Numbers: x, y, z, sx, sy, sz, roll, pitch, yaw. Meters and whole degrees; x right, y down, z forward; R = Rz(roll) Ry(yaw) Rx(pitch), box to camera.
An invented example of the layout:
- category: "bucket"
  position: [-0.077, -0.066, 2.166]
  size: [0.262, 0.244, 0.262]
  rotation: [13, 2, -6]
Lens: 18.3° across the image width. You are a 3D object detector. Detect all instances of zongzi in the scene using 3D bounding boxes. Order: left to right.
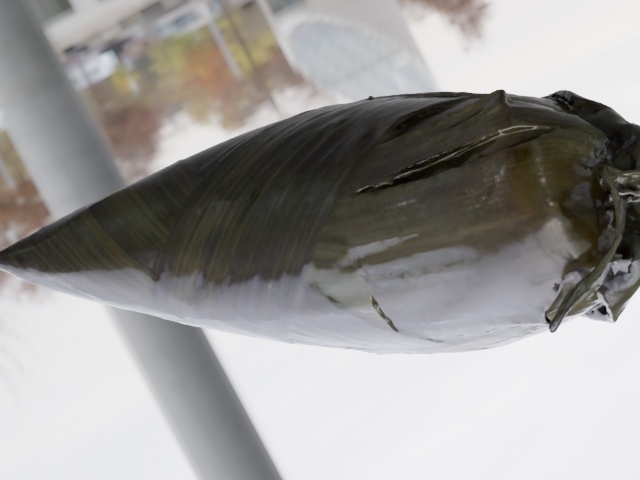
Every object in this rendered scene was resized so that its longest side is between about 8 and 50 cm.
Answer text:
- category: "zongzi"
  position: [0.000, 0.000, 0.786]
  size: [0.241, 0.111, 0.247]
  rotation: [-9, -178, -14]
